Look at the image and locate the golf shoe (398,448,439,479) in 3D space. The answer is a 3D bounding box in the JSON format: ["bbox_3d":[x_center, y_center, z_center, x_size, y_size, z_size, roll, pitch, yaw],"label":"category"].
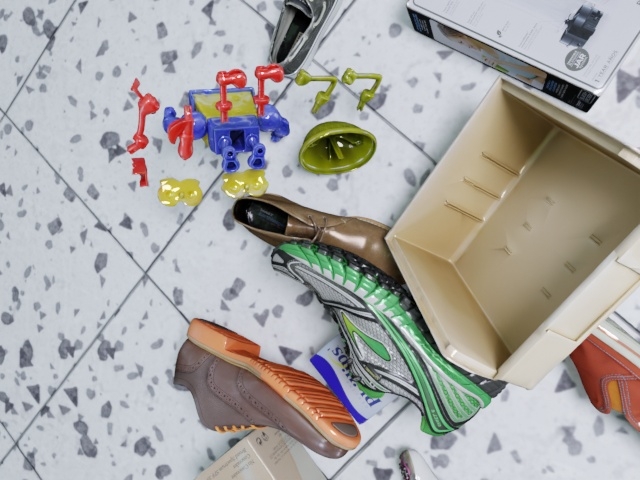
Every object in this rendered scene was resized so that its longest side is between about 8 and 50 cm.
[{"bbox_3d":[0.184,0.389,0.714,0.086,0.067,0.186,-27,80,-10],"label":"golf shoe"}]

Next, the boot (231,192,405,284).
[{"bbox_3d":[0.000,0.000,0.747,0.305,0.115,0.112,19,93,17],"label":"boot"}]

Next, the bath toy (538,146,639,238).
[{"bbox_3d":[0.425,-0.057,0.591,0.348,0.129,0.152,-21,83,19],"label":"bath toy"}]

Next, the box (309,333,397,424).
[{"bbox_3d":[0.079,0.186,0.740,0.137,0.072,0.126,-43,76,15],"label":"box"}]

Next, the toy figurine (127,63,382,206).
[{"bbox_3d":[-0.112,-0.207,0.742,0.217,0.362,0.191,-120,25,-45],"label":"toy figurine"}]

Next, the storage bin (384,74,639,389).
[{"bbox_3d":[0.225,-0.014,0.563,0.123,0.260,0.262,23,115,-22],"label":"storage bin"}]

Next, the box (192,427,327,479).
[{"bbox_3d":[-0.045,0.452,0.756,0.148,0.121,0.311,-44,77,14],"label":"box"}]

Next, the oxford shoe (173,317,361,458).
[{"bbox_3d":[-0.095,0.241,0.728,0.363,0.130,0.133,19,80,43],"label":"oxford shoe"}]

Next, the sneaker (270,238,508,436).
[{"bbox_3d":[0.064,0.121,0.632,0.343,0.134,0.146,39,97,11],"label":"sneaker"}]

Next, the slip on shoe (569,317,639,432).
[{"bbox_3d":[0.376,0.170,0.617,0.331,0.123,0.101,45,107,9],"label":"slip on shoe"}]

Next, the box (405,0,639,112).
[{"bbox_3d":[0.286,-0.322,0.661,0.290,0.087,0.169,33,100,16],"label":"box"}]

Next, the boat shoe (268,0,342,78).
[{"bbox_3d":[-0.020,-0.373,0.776,0.077,0.070,0.219,24,98,18],"label":"boat shoe"}]
